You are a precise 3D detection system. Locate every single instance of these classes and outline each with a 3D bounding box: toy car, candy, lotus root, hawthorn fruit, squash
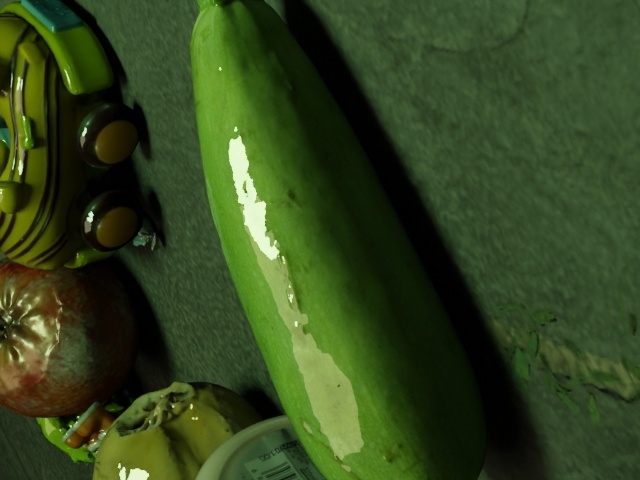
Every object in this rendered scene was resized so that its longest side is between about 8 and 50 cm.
[{"bbox_3d":[-0.258,-0.083,1.368,0.200,0.142,0.247,39,137,45],"label":"toy car"},{"bbox_3d":[-0.168,-0.014,1.415,0.083,0.020,0.030,39,146,40],"label":"candy"},{"bbox_3d":[-0.079,0.282,1.343,0.151,0.169,0.342,7,119,65],"label":"lotus root"},{"bbox_3d":[-0.253,0.090,1.521,0.173,0.173,0.173,45,150,36],"label":"hawthorn fruit"},{"bbox_3d":[-0.006,0.003,0.990,0.370,0.118,0.118,65,156,1],"label":"squash"}]

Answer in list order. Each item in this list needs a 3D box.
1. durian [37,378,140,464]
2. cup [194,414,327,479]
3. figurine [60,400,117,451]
[{"bbox_3d":[-0.247,0.161,1.648,0.375,0.107,0.132,59,161,22],"label":"durian"},{"bbox_3d":[-0.004,0.227,1.159,0.253,0.192,0.200,-93,0,-55],"label":"cup"},{"bbox_3d":[-0.123,0.253,1.477,0.271,0.143,0.143,30,157,-9],"label":"figurine"}]
